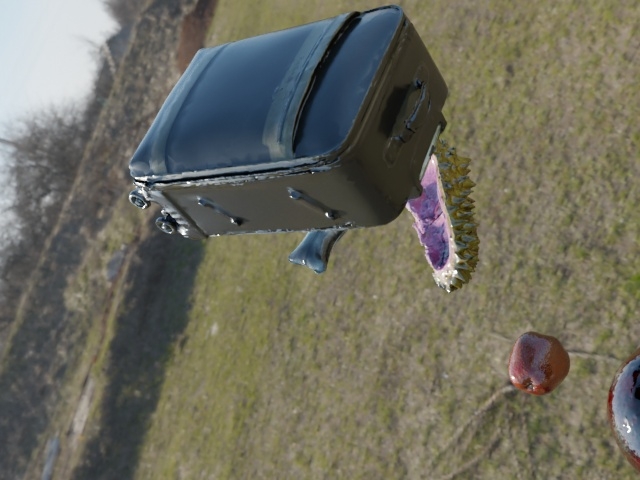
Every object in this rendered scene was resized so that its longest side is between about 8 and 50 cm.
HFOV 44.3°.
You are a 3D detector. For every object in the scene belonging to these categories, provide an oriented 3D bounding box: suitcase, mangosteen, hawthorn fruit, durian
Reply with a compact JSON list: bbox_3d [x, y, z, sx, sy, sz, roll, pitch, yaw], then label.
[{"bbox_3d":[-0.052,-0.151,1.046,0.434,0.194,0.283,-1,53,37],"label":"suitcase"},{"bbox_3d":[0.659,0.304,1.379,0.311,0.311,0.311,-161,90,-75],"label":"mangosteen"},{"bbox_3d":[0.484,0.280,1.753,0.138,0.133,0.133,-52,4,-29],"label":"hawthorn fruit"},{"bbox_3d":[0.248,-0.071,1.488,0.191,0.112,0.341,109,157,-45],"label":"durian"}]

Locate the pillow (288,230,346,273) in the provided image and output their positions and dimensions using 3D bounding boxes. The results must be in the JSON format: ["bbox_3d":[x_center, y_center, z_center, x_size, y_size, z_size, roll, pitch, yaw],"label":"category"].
[{"bbox_3d":[-0.001,-0.001,1.583,0.135,0.091,0.055,-57,-10,-18],"label":"pillow"}]
